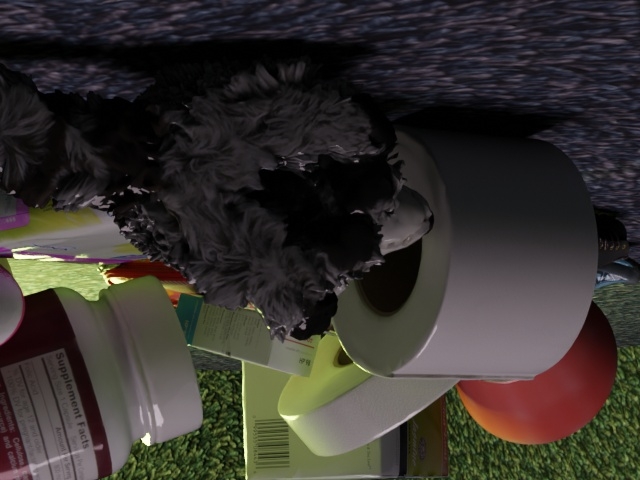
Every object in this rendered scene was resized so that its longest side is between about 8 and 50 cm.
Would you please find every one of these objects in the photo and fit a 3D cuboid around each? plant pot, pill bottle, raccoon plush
[{"bbox_3d":[0.311,0.159,2.558,0.275,0.275,0.243,-5,159,20],"label":"plant pot"},{"bbox_3d":[-0.346,0.181,1.826,0.392,0.224,0.224,-17,175,-16],"label":"pill bottle"},{"bbox_3d":[-0.107,-0.084,1.417,0.446,0.216,0.299,29,-179,-7],"label":"raccoon plush"}]

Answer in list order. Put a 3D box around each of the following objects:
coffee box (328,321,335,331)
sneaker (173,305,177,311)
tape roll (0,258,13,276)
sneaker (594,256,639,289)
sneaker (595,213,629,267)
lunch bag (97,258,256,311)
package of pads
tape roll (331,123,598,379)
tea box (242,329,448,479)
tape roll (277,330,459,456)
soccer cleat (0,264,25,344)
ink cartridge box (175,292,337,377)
[{"bbox_3d":[0.011,0.023,1.881,0.098,0.141,0.246,31,-179,19],"label":"coffee box"},{"bbox_3d":[-0.202,0.093,2.035,0.098,0.038,0.069,5,167,11],"label":"sneaker"},{"bbox_3d":[-0.478,0.072,1.951,0.219,0.219,0.072,3,171,-23],"label":"tape roll"},{"bbox_3d":[0.340,0.076,2.386,0.262,0.125,0.104,-4,171,19],"label":"sneaker"},{"bbox_3d":[0.332,-0.014,2.048,0.118,0.083,0.222,-21,163,-6],"label":"sneaker"},{"bbox_3d":[-0.148,0.021,2.042,0.258,0.120,0.293,0,170,15],"label":"lunch bag"},{"bbox_3d":[-0.208,-0.041,1.664,0.297,0.101,0.229,-9,169,37],"label":"package of pads"},{"bbox_3d":[0.132,0.013,1.601,0.169,0.246,0.246,3,170,-29],"label":"tape roll"},{"bbox_3d":[0.042,0.197,2.458,0.220,0.329,0.323,-6,169,22],"label":"tea box"},{"bbox_3d":[0.116,0.110,2.000,0.392,0.072,0.392,-38,-171,7],"label":"tape roll"},{"bbox_3d":[-0.460,0.026,1.721,0.331,0.116,0.143,23,175,32],"label":"soccer cleat"},{"bbox_3d":[-0.074,0.115,1.919,0.180,0.060,0.104,13,175,31],"label":"ink cartridge box"}]
